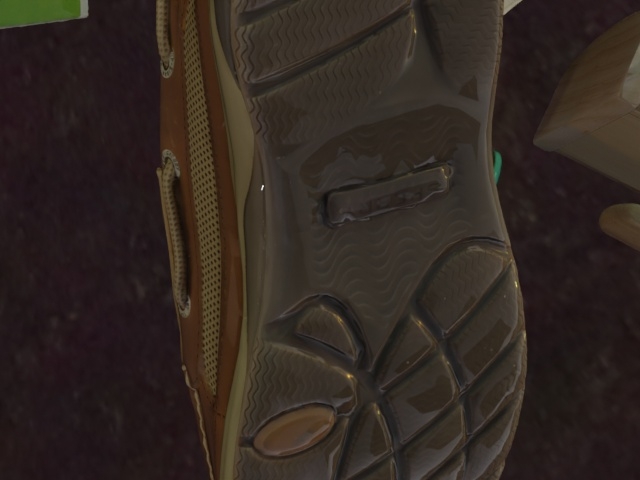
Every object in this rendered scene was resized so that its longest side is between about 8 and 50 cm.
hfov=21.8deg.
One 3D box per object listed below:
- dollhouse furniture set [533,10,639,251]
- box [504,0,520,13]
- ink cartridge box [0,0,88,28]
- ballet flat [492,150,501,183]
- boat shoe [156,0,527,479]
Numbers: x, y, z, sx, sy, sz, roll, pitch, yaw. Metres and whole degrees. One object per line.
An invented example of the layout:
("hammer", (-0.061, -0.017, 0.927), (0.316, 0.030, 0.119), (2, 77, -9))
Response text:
("dollhouse furniture set", (0.265, -0.142, 0.873), (0.198, 0.286, 0.303), (27, 81, -6))
("box", (0.019, -0.331, 1.305), (0.215, 0.168, 0.345), (-10, 108, 30))
("ink cartridge box", (-0.248, -0.187, 0.796), (0.255, 0.097, 0.189), (-12, 112, -32))
("ballet flat", (0.030, 0.047, 0.870), (0.079, 0.077, 0.222), (15, 103, -1))
("boat shoe", (0.000, 0.000, 0.606), (0.123, 0.116, 0.324), (-9, 117, -25))
